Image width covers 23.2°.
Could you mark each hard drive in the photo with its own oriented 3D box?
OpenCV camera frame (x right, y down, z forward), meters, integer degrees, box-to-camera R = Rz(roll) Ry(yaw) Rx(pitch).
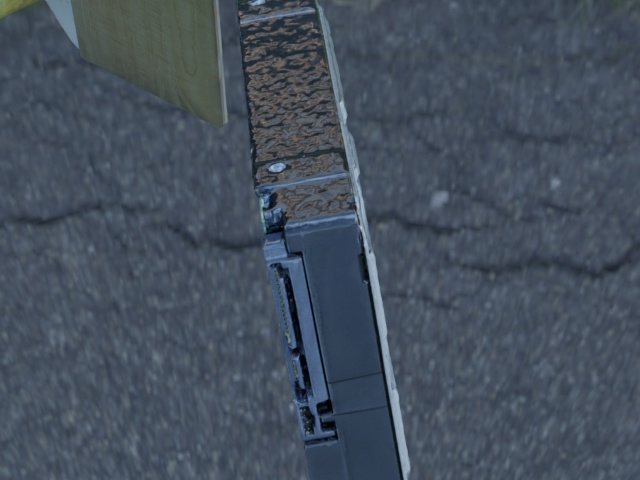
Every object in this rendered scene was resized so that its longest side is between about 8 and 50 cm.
[{"bbox_3d":[0.000,0.000,1.012,0.064,0.237,0.339,-10,31,1],"label":"hard drive"}]

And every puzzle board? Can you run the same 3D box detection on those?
[{"bbox_3d":[-0.089,-0.121,0.787,0.096,0.128,0.011,28,57,21],"label":"puzzle board"}]

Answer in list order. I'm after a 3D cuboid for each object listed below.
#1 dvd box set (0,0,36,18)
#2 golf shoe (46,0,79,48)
[{"bbox_3d":[-0.116,-0.152,0.340,0.062,0.307,0.420,40,49,17],"label":"dvd box set"},{"bbox_3d":[-0.223,-0.251,1.137,0.115,0.306,0.140,13,46,36],"label":"golf shoe"}]
